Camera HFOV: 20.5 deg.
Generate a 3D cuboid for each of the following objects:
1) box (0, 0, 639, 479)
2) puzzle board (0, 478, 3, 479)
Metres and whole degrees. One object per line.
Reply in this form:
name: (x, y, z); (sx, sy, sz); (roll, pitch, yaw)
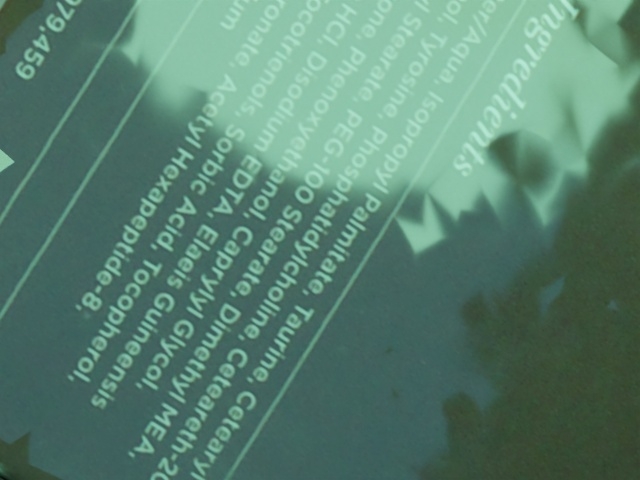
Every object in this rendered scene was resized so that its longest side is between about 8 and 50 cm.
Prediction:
box: (0.000, 0.000, 0.446); (0.203, 0.168, 0.167); (33, 86, -10)
puzzle board: (-0.104, 0.132, 0.513); (0.096, 0.011, 0.128); (-16, 96, -11)
